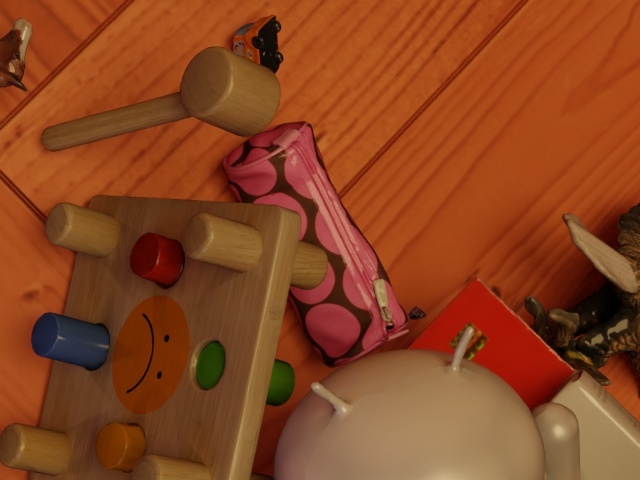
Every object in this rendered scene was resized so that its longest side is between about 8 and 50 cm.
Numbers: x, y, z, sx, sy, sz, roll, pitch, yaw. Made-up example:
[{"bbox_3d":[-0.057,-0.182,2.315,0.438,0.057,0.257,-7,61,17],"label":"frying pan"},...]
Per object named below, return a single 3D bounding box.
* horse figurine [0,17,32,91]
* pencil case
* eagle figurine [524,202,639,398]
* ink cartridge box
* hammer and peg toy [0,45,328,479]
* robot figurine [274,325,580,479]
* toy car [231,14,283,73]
[{"bbox_3d":[-0.350,-0.225,1.524,0.263,0.066,0.174,13,78,-21],"label":"horse figurine"},{"bbox_3d":[0.000,0.000,1.627,0.095,0.098,0.209,-33,98,-19],"label":"pencil case"},{"bbox_3d":[0.329,0.068,1.707,0.298,0.225,0.226,-15,83,-10],"label":"eagle figurine"},{"bbox_3d":[0.125,0.208,1.589,0.239,0.060,0.275,43,104,2],"label":"ink cartridge box"},{"bbox_3d":[-0.119,0.039,1.511,0.127,0.266,0.361,17,81,-41],"label":"hammer and peg toy"},{"bbox_3d":[0.075,0.228,1.436,0.300,0.200,0.353,-27,126,-26],"label":"robot figurine"},{"bbox_3d":[-0.041,-0.195,1.663,0.040,0.060,0.122,15,58,23],"label":"toy car"}]
